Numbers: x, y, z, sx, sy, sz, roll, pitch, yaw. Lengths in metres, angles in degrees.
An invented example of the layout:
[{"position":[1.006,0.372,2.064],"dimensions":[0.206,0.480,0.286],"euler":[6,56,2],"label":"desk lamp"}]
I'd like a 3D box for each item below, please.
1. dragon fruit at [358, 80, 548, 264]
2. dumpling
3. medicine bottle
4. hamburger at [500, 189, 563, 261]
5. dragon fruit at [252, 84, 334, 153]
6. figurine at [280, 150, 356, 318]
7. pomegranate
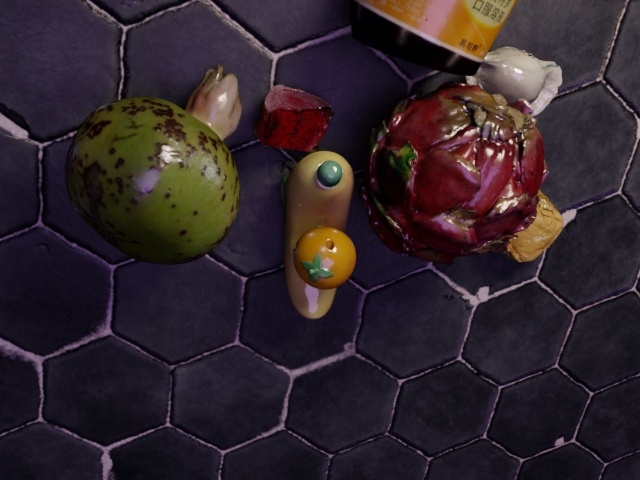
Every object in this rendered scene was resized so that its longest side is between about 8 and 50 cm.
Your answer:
[{"position":[0.219,-0.110,0.986],"dimensions":[0.329,0.329,0.329],"euler":[-4,112,-9],"label":"dragon fruit"},{"position":[0.342,-0.283,1.046],"dimensions":[0.188,0.108,0.127],"euler":[6,134,-12],"label":"dumpling"},{"position":[0.210,-0.459,0.845],"dimensions":[0.242,0.242,0.395],"euler":[14,119,-16],"label":"medicine bottle"},{"position":[0.412,-0.034,1.166],"dimensions":[0.138,0.083,0.147],"euler":[31,105,-24],"label":"hamburger"},{"position":[-0.062,-0.217,1.008],"dimensions":[0.147,0.096,0.102],"euler":[-3,128,-42],"label":"dragon fruit"},{"position":[0.000,0.000,1.027],"dimensions":[0.124,0.222,0.324],"euler":[0,111,-13],"label":"figurine"},{"position":[-0.238,-0.136,0.934],"dimensions":[0.285,0.285,0.341],"euler":[42,69,-22],"label":"pomegranate"}]
